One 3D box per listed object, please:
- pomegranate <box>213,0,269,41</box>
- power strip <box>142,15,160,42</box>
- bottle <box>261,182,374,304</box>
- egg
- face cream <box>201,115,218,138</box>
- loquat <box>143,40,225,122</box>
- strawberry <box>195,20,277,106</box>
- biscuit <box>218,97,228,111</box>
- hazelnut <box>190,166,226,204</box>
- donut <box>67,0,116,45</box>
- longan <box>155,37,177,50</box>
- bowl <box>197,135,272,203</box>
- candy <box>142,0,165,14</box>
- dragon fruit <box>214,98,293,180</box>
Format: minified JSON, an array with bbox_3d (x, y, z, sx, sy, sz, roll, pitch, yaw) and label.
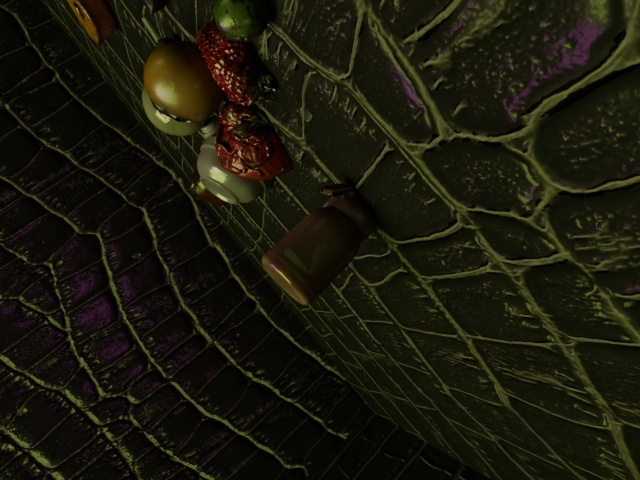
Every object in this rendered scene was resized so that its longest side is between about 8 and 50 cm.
[{"bbox_3d":[-0.166,-0.481,0.960,0.115,0.115,0.142,13,114,64],"label":"pomegranate"},{"bbox_3d":[-0.599,-0.749,1.663,0.090,0.016,0.040,59,163,-23],"label":"power strip"},{"bbox_3d":[0.000,0.000,1.211,0.173,0.297,0.206,29,158,52],"label":"bottle"},{"bbox_3d":[-0.506,-0.482,1.640,0.269,0.219,0.219,36,158,33],"label":"egg"},{"bbox_3d":[-0.383,-0.400,1.721,0.091,0.091,0.095,29,161,52],"label":"face cream"},{"bbox_3d":[-0.390,-0.458,1.370,0.235,0.235,0.235,45,163,18],"label":"loquat"},{"bbox_3d":[-0.236,-0.442,1.210,0.286,0.106,0.188,46,161,19],"label":"strawberry"},{"bbox_3d":[-0.317,-0.445,1.570,0.130,0.019,0.119,24,149,57],"label":"biscuit"},{"bbox_3d":[-0.466,-0.253,2.054,0.252,0.217,0.217,23,148,57],"label":"hazelnut"},{"bbox_3d":[-0.985,-0.992,2.002,0.303,0.110,0.302,47,162,20],"label":"donut"},{"bbox_3d":[-0.489,-0.609,1.542,0.113,0.092,0.113,34,147,26],"label":"longan"},{"bbox_3d":[-0.332,-0.234,1.705,0.287,0.143,0.287,29,163,9],"label":"bowl"},{"bbox_3d":[-0.451,-0.718,1.261,0.088,0.061,0.312,57,163,-12],"label":"candy"},{"bbox_3d":[-0.253,-0.311,1.435,0.317,0.152,0.205,37,156,28],"label":"dragon fruit"}]
